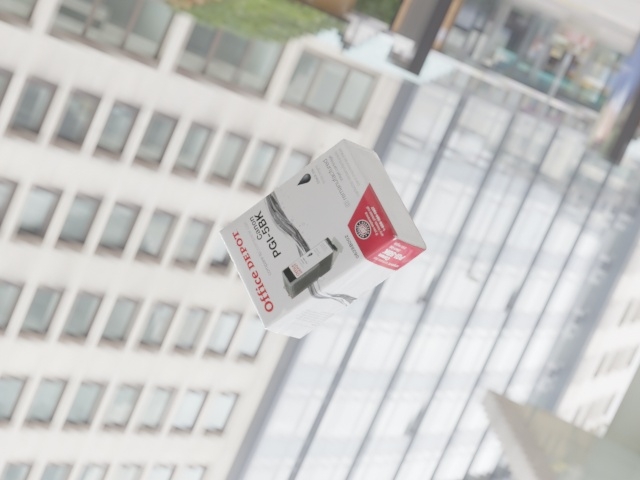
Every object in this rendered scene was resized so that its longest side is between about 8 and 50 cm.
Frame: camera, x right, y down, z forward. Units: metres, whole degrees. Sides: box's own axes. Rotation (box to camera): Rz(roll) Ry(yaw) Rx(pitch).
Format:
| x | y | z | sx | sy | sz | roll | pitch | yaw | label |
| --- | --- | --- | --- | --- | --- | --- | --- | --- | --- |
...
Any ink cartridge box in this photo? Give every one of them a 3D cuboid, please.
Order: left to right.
| x | y | z | sx | sy | sz | roll | pitch | yaw | label |
| --- | --- | --- | --- | --- | --- | --- | --- | --- | --- |
| 0.000 | 0.000 | 1.269 | 0.056 | 0.135 | 0.099 | 18 | -140 | -59 | ink cartridge box |
